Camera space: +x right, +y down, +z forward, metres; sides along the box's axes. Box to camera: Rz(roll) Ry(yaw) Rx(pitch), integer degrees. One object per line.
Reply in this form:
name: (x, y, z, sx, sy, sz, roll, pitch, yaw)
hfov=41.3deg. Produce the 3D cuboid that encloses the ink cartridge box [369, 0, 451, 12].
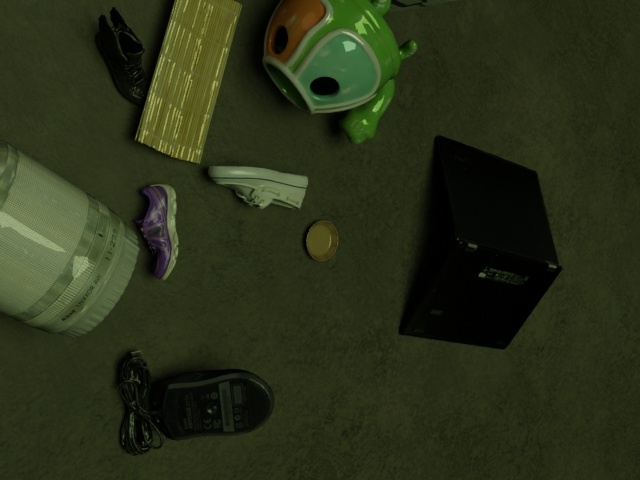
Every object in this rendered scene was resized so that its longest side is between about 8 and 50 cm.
ink cartridge box: (0.183, -0.559, 1.683, 0.100, 0.237, 0.171, 15, 85, -39)

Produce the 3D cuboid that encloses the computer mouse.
computer mouse: (-0.221, 0.284, 1.528, 0.272, 0.072, 0.188, -1, 101, -7)

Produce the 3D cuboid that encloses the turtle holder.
turtle holder: (0.022, -0.348, 1.613, 0.227, 0.243, 0.320, -46, 162, -9)

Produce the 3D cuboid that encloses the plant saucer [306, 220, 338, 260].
plant saucer: (0.000, 0.000, 1.743, 0.083, 0.015, 0.083, -6, 99, -39)

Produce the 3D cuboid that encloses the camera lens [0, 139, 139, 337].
camera lens: (-0.441, 0.000, 1.262, 0.274, 0.219, 0.219, 36, 73, -36)

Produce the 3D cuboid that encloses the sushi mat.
sushi mat: (-0.231, -0.301, 1.504, 0.151, 0.019, 0.316, 21, 82, -53)

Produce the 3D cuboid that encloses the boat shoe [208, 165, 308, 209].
boat shoe: (-0.112, -0.096, 1.599, 0.226, 0.083, 0.075, 4, 91, -39)

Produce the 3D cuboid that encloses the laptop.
laptop: (0.368, 0.019, 2.037, 0.382, 0.236, 0.407, 13, 115, -38)

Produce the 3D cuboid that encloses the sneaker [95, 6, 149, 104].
sneaker: (-0.320, -0.301, 1.407, 0.051, 0.089, 0.170, -43, 119, -28)

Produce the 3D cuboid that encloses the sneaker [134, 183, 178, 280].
sneaker: (-0.291, -0.014, 1.492, 0.071, 0.068, 0.169, -3, 88, -23)
